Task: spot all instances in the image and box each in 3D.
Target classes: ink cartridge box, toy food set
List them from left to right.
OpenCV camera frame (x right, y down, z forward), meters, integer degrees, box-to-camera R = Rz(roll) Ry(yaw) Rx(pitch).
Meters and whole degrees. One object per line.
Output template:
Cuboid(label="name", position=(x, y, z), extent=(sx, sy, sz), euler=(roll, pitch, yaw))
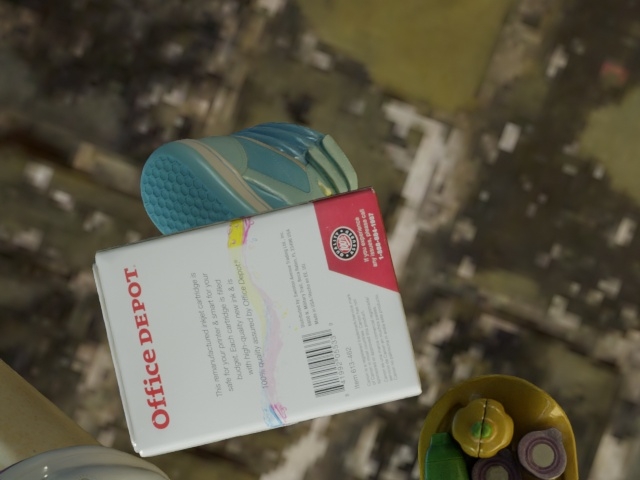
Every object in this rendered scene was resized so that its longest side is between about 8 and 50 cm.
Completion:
Cuboid(label="ink cartridge box", position=(-0.038, 0.051, 1.208), extent=(0.072, 0.175, 0.127), euler=(77, 180, -84))
Cuboid(label="toy food set", position=(0.144, 0.217, 1.573), extent=(0.071, 0.128, 0.218), euler=(-16, -80, -86))

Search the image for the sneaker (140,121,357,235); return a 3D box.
Cuboid(label="sneaker", position=(0.000, 0.000, 1.912), extent=(0.208, 0.319, 0.127), euler=(-26, -22, -48))

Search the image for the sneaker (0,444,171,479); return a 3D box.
Cuboid(label="sneaker", position=(-0.190, 0.215, 1.174), extent=(0.305, 0.152, 0.114), euler=(-12, -44, -45))

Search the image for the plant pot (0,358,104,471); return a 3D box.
Cuboid(label="plant pot", position=(-0.291, 0.245, 1.645), extent=(0.334, 0.305, 0.334), euler=(-42, -13, -12))
